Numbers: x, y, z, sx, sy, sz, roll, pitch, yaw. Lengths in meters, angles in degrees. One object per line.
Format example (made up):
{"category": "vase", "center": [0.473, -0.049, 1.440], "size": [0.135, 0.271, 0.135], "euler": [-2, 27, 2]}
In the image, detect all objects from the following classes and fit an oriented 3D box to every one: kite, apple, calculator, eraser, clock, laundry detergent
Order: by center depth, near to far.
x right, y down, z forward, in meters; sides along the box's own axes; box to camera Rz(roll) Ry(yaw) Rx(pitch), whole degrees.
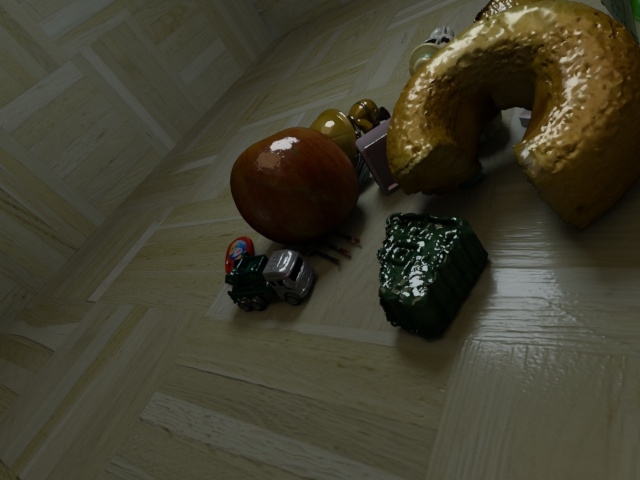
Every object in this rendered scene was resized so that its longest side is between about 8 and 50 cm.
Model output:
{"category": "eraser", "center": [0.497, -0.293, 0.895], "size": [0.105, 0.026, 0.065], "euler": [-44, 32, -9]}
{"category": "calculator", "center": [0.308, -0.154, 0.906], "size": [0.094, 0.019, 0.141], "euler": [-33, 34, 2]}
{"category": "clock", "center": [0.200, -0.222, 0.966], "size": [0.197, 0.150, 0.063], "euler": [-33, 37, 7]}
{"category": "apple", "center": [-0.074, -0.140, 0.983], "size": [0.302, 0.301, 0.301], "euler": [-24, 36, 19]}
{"category": "kite", "center": [0.001, 0.001, 0.998], "size": [0.141, 0.015, 0.245], "euler": [-48, 32, -14]}
{"category": "laundry detergent", "center": [-0.221, 0.062, 1.095], "size": [0.097, 0.049, 0.165], "euler": [-35, 34, 16]}

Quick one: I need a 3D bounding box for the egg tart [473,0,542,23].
{"category": "egg tart", "center": [0.496, -0.504, 1.000], "size": [0.215, 0.215, 0.170], "euler": [-25, 46, 17]}

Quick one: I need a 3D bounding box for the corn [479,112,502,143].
{"category": "corn", "center": [0.347, -0.338, 1.012], "size": [0.123, 0.122, 0.305], "euler": [-41, 28, 26]}

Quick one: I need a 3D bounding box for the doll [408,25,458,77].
{"category": "doll", "center": [0.365, -0.579, 1.276], "size": [0.208, 0.143, 0.271], "euler": [-12, 40, -1]}

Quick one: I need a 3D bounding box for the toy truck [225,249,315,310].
{"category": "toy truck", "center": [-0.129, 0.082, 0.927], "size": [0.216, 0.116, 0.110], "euler": [-10, 42, 34]}

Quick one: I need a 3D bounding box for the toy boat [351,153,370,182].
{"category": "toy boat", "center": [0.097, -0.171, 1.077], "size": [0.059, 0.066, 0.140], "euler": [44, 111, 45]}

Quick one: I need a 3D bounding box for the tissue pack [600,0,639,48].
{"category": "tissue pack", "center": [0.772, -0.547, 0.792], "size": [0.332, 0.205, 0.404], "euler": [-14, 41, 30]}

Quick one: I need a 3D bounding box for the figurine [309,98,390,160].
{"category": "figurine", "center": [0.066, -0.313, 1.183], "size": [0.256, 0.167, 0.192], "euler": [-49, 22, -21]}

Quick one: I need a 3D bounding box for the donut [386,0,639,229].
{"category": "donut", "center": [0.317, -0.232, 0.708], "size": [0.435, 0.164, 0.377], "euler": [10, 82, 39]}

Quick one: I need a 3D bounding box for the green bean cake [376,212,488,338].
{"category": "green bean cake", "center": [0.162, 0.050, 0.720], "size": [0.194, 0.107, 0.208], "euler": [13, 59, 48]}
